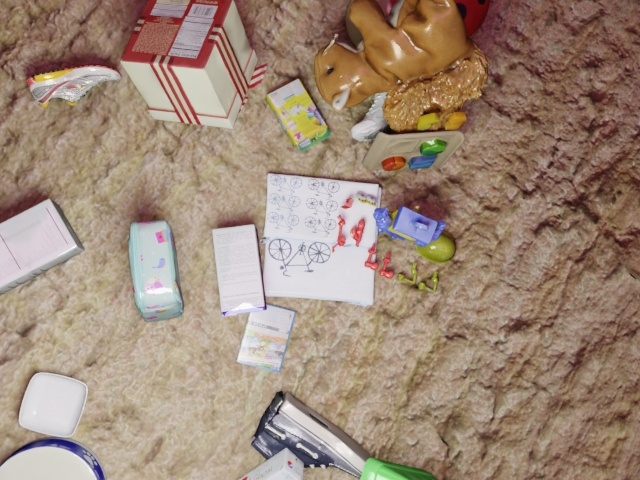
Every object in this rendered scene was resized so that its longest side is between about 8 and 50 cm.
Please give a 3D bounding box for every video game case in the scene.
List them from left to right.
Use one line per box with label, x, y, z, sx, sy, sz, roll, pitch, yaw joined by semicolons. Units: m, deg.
video game case;-0.143;0.253;1.750;0.119;0.015;0.166;16;82;-10

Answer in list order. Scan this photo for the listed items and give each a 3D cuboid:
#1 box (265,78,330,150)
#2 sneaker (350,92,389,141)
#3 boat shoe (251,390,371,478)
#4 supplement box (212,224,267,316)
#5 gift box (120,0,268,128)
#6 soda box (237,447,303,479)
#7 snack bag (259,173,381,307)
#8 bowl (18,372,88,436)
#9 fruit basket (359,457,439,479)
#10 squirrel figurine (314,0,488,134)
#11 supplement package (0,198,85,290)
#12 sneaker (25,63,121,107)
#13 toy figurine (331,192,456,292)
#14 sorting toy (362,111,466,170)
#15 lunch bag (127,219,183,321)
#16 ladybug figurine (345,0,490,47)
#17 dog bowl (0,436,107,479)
box;-0.059;-0.337;1.806;0.105;0.043;0.179;-30;89;-12
sneaker;0.167;-0.359;1.838;0.232;0.090;0.115;-31;84;-20
boat shoe;-0.020;0.545;1.708;0.341;0.127;0.158;38;91;-2
supplement box;-0.206;0.077;1.695;0.114;0.111;0.219;-8;85;-2
gift box;-0.294;-0.444;1.634;0.255;0.258;0.276;14;66;17
soda box;-0.143;0.607;1.637;0.216;0.074;0.069;-37;109;17
snack bag;0.000;0.000;1.790;0.323;0.037;0.342;6;84;-11
bowl;-0.648;0.397;1.620;0.142;0.053;0.142;17;83;-9
fruit basket;0.149;0.693;1.645;0.392;0.392;0.282;17;73;-9
squirrel figurine;0.190;-0.419;1.645;0.370;0.281;0.397;-37;104;9
supplement package;-0.721;0.022;1.598;0.244;0.134;0.139;-29;91;-12
sneaker;-0.621;-0.396;1.691;0.225;0.088;0.092;-15;108;-12
toy figurine;0.234;0.001;1.721;0.363;0.217;0.191;25;78;-16
sorting toy;0.252;-0.245;1.723;0.229;0.307;0.041;-1;74;-10
lunch bag;-0.394;0.072;1.588;0.108;0.279;0.223;-8;76;-12
ladybug figurine;0.290;-0.660;1.841;0.450;0.162;0.305;-25;90;-12
dog bowl;-0.650;0.610;1.575;0.265;0.104;0.264;1;84;-11
